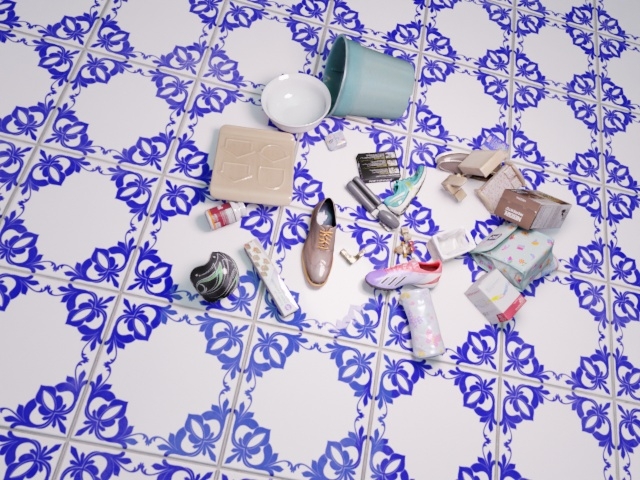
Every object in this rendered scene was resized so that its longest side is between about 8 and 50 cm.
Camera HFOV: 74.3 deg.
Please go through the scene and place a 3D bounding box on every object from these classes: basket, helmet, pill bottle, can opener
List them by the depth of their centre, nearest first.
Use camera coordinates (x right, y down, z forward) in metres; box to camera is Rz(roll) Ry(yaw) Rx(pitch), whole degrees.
[{"bbox_3d":[-0.379,0.130,1.554,0.161,0.169,0.169,-34,80,-2],"label":"helmet"},{"bbox_3d":[-0.374,-0.104,1.673,0.152,0.086,0.086,-22,77,-17],"label":"pill bottle"},{"bbox_3d":[0.543,0.020,1.776,0.167,0.103,0.113,-18,75,-16],"label":"basket"},{"bbox_3d":[0.231,-0.161,1.787,0.076,0.095,0.283,-42,89,-20],"label":"can opener"},{"bbox_3d":[0.936,0.116,1.818,0.160,0.087,0.087,-21,76,-15],"label":"pill bottle"}]

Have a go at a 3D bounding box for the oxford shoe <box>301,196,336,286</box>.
[{"bbox_3d":[0.000,0.000,1.675,0.129,0.133,0.364,6,71,-8],"label":"oxford shoe"}]

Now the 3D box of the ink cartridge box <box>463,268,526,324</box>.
[{"bbox_3d":[0.707,0.229,1.720,0.127,0.128,0.176,-39,82,-19],"label":"ink cartridge box"}]

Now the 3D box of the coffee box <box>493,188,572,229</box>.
[{"bbox_3d":[0.899,-0.133,1.785,0.297,0.119,0.168,-3,29,-38],"label":"coffee box"}]

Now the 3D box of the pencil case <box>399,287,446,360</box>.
[{"bbox_3d":[0.395,0.321,1.645,0.124,0.113,0.273,-11,74,-7],"label":"pencil case"}]

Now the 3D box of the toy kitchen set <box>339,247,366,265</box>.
[{"bbox_3d":[0.136,0.043,1.718,0.083,0.068,0.075,-39,82,-19],"label":"toy kitchen set"}]

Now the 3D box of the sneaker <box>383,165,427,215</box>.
[{"bbox_3d":[0.376,-0.236,1.834,0.110,0.107,0.275,33,65,12],"label":"sneaker"}]

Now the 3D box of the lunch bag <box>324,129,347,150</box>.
[{"bbox_3d":[0.068,-0.442,1.879,0.083,0.053,0.071,-20,75,-6],"label":"lunch bag"}]

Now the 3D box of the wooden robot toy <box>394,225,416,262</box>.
[{"bbox_3d":[0.347,0.025,1.762,0.079,0.076,0.173,-8,73,-1],"label":"wooden robot toy"}]

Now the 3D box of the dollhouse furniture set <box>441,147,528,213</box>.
[{"bbox_3d":[0.754,-0.207,1.807,0.303,0.174,0.355,-44,109,-1],"label":"dollhouse furniture set"}]

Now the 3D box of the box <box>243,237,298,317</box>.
[{"bbox_3d":[-0.194,0.143,1.631,0.063,0.067,0.324,-29,78,-17],"label":"box"}]

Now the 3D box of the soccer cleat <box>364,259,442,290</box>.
[{"bbox_3d":[0.333,0.128,1.682,0.318,0.116,0.109,0,38,-12],"label":"soccer cleat"}]

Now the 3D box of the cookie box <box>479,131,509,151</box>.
[{"bbox_3d":[0.831,-0.449,2.015,0.107,0.040,0.092,39,70,4],"label":"cookie box"}]

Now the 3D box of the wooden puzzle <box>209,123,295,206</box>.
[{"bbox_3d":[-0.273,-0.303,1.747,0.322,0.080,0.348,5,64,-9],"label":"wooden puzzle"}]

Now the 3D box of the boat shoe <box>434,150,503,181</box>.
[{"bbox_3d":[0.676,-0.327,1.912,0.324,0.116,0.097,6,68,-14],"label":"boat shoe"}]

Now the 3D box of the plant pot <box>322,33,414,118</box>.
[{"bbox_3d":[0.209,-0.686,1.854,0.334,0.341,0.341,6,71,-15],"label":"plant pot"}]

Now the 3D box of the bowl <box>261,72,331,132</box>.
[{"bbox_3d":[-0.105,-0.571,1.838,0.297,0.134,0.298,1,65,-2],"label":"bowl"}]

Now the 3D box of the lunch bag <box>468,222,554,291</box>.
[{"bbox_3d":[0.789,0.047,1.759,0.223,0.160,0.262,-38,45,-16],"label":"lunch bag"}]

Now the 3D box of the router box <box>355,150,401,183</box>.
[{"bbox_3d":[0.257,-0.326,1.874,0.178,0.046,0.133,-6,73,-11],"label":"router box"}]
